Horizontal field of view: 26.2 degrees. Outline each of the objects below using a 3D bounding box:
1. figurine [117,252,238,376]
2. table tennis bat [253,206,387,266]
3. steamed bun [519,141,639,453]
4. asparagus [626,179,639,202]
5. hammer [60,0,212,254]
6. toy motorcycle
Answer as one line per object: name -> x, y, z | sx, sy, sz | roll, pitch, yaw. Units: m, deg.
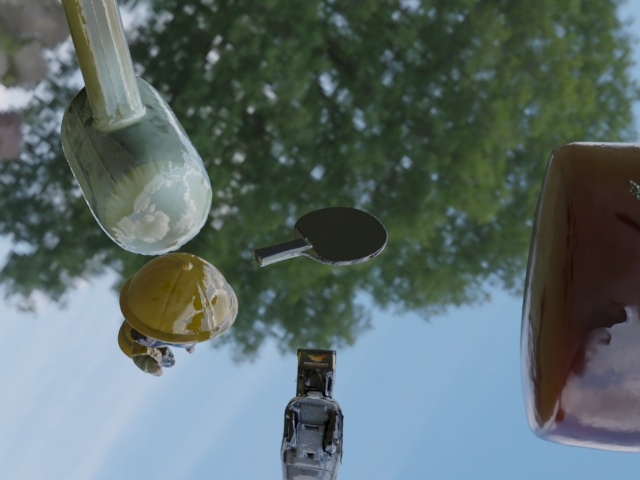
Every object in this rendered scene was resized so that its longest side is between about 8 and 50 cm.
figurine -> -0.253, 0.119, 2.250 | 0.257, 0.167, 0.192 | -38, -169, 47
table tennis bat -> 0.000, 0.000, 1.507 | 0.095, 0.158, 0.014 | 50, -35, 39
steamed bun -> 0.364, 0.073, 1.642 | 0.248, 0.235, 0.379 | -82, 177, -84
asparagus -> 0.391, -0.004, 1.501 | 0.016, 0.166, 0.013 | -35, 169, -47
hammer -> -0.184, -0.147, 1.192 | 0.113, 0.305, 0.202 | -22, -140, -14
toy motorcycle -> -0.012, 0.308, 2.030 | 0.157, 0.091, 0.263 | -85, 178, -62
